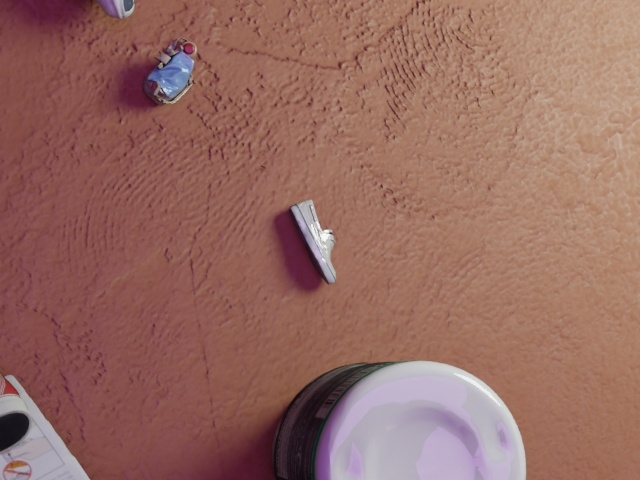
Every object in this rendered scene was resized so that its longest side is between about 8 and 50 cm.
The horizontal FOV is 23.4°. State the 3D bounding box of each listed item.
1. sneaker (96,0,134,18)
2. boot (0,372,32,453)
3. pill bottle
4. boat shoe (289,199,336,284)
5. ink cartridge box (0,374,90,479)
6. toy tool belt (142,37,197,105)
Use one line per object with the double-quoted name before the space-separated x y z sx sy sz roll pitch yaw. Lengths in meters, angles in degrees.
"sneaker" -0.317 -0.320 1.694 0.153 0.094 0.235 -31 91 -11
"boot" -0.445 0.173 1.593 0.244 0.088 0.176 -20 50 -29
"pill bottle" 0.062 0.226 1.580 0.204 0.361 0.204 1 85 -10
"boat shoe" 0.000 0.000 1.757 0.035 0.035 0.100 -25 83 -9
"ink cartridge box" -0.348 0.353 1.554 0.308 0.091 0.385 -28 57 -24
"toy tool belt" -0.164 -0.192 1.732 0.052 0.051 0.083 36 79 -6
